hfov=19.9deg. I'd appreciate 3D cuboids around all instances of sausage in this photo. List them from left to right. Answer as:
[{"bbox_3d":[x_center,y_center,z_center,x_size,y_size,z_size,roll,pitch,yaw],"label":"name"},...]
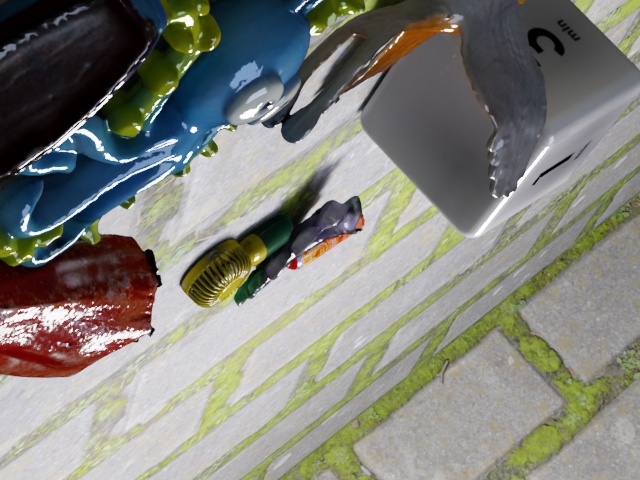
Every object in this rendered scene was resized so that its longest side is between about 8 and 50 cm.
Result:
[{"bbox_3d":[0.000,0.000,2.249,0.129,0.034,0.034,-34,165,-34],"label":"sausage"}]

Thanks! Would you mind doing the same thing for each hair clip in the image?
[{"bbox_3d":[-0.023,0.014,2.130,0.195,0.052,0.124,-39,-177,19],"label":"hair clip"}]

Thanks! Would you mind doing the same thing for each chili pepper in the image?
[{"bbox_3d":[-0.262,0.059,1.547,0.253,0.144,0.136,-2,101,-58],"label":"chili pepper"}]

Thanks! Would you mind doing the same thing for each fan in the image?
[{"bbox_3d":[-0.087,0.020,2.044,0.155,0.039,0.082,-37,166,-30],"label":"fan"}]

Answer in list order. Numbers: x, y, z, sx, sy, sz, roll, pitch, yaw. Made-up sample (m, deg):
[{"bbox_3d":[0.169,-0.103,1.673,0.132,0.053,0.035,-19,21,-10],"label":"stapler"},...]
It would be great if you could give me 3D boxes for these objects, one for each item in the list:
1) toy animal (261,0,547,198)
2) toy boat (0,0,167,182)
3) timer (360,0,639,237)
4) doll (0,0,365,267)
[{"bbox_3d":[0.092,-0.212,1.695,0.284,0.225,0.302,13,107,-60],"label":"toy animal"},{"bbox_3d":[-0.205,-0.105,1.205,0.223,0.100,0.097,-37,-157,3],"label":"toy boat"},{"bbox_3d":[0.195,-0.151,1.971,0.195,0.192,0.194,-31,163,-42],"label":"timer"},{"bbox_3d":[-0.117,-0.093,1.452,0.341,0.099,0.346,-46,168,12],"label":"doll"}]
